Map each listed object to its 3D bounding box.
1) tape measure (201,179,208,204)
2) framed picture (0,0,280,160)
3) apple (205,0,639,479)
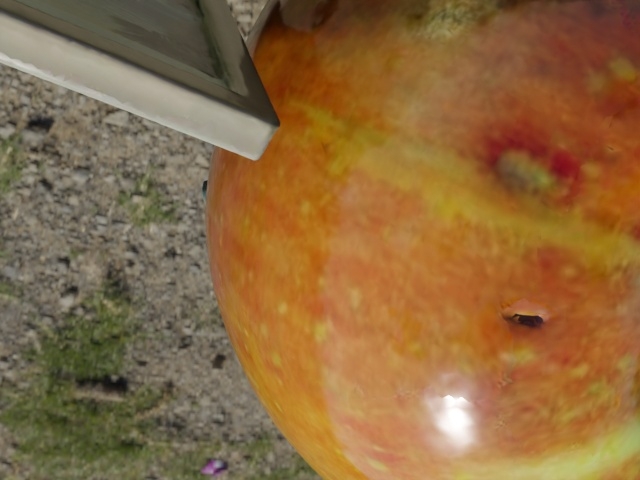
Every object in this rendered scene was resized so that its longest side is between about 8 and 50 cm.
[{"bbox_3d":[0.000,-0.002,1.249,0.259,0.262,0.138,-2,158,-24],"label":"tape measure"},{"bbox_3d":[-0.175,-0.142,0.368,0.315,0.232,0.024,18,116,-26],"label":"framed picture"},{"bbox_3d":[0.103,-0.023,0.476,0.339,0.339,0.340,-1,131,-2],"label":"apple"}]
